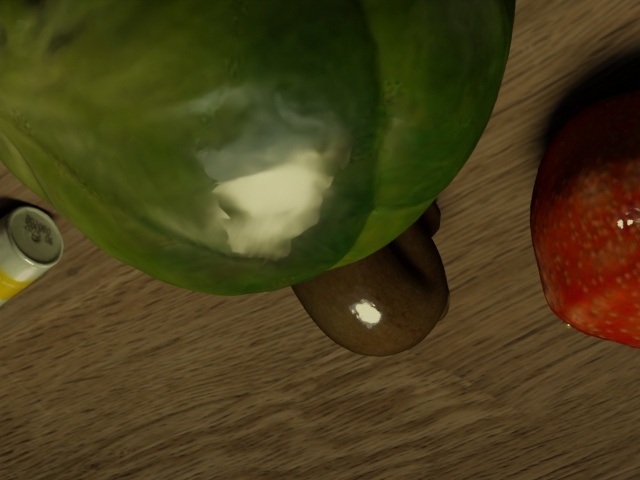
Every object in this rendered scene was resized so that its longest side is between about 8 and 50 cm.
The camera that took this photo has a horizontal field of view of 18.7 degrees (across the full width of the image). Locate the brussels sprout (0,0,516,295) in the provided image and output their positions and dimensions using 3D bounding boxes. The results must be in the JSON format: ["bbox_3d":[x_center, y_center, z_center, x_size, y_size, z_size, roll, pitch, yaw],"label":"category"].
[{"bbox_3d":[-0.065,-0.120,1.204,0.355,0.281,0.289,15,142,-12],"label":"brussels sprout"}]

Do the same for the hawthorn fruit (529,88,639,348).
[{"bbox_3d":[0.251,-0.004,1.505,0.205,0.205,0.253,9,151,-22],"label":"hawthorn fruit"}]

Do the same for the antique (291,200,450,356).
[{"bbox_3d":[0.000,0.000,1.517,0.121,0.143,0.257,-25,140,30],"label":"antique"}]

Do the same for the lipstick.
[{"bbox_3d":[-0.314,0.055,1.626,0.059,0.059,0.264,23,138,-36],"label":"lipstick"}]
